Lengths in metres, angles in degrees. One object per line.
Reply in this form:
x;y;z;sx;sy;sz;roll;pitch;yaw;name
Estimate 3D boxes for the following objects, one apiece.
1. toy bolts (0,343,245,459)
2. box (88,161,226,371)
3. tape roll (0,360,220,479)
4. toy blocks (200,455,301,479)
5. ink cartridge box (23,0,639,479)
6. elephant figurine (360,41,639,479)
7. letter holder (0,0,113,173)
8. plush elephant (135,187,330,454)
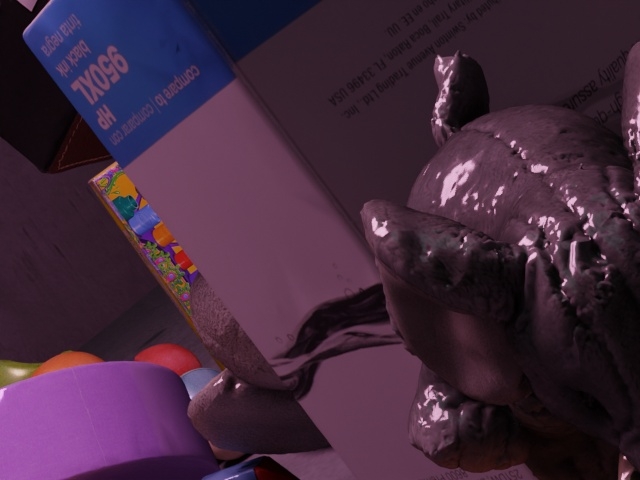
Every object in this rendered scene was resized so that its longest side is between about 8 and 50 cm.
-0.170;0.197;1.580;0.228;0.218;0.158;-10;15;-33;toy bolts
-0.034;-0.021;1.698;0.279;0.290;0.177;-35;6;-7;box
-0.221;0.204;1.364;0.275;0.090;0.275;-20;-25;-10;tape roll
-0.144;0.239;1.059;0.261;0.191;0.381;-20;0;10;toy blocks
0.081;-0.047;0.925;0.285;0.395;0.166;-39;5;-32;ink cartridge box
0.102;0.014;0.610;0.239;0.186;0.169;68;-137;-82;elephant figurine
-0.104;-0.218;1.086;0.302;0.152;0.214;-59;-18;24;letter holder
0.000;0.000;1.137;0.255;0.330;0.272;-15;-35;-31;plush elephant
